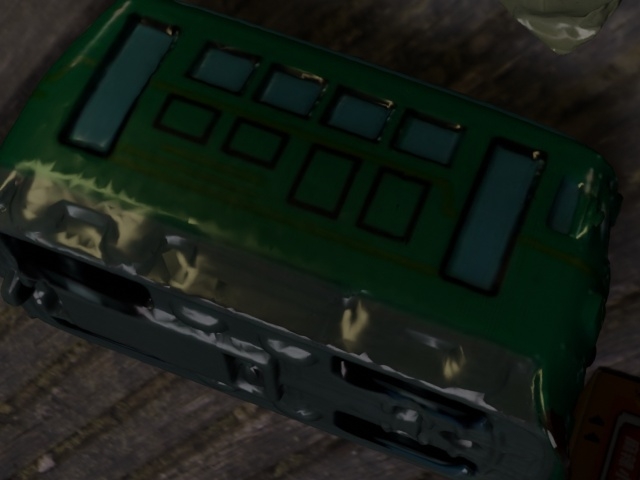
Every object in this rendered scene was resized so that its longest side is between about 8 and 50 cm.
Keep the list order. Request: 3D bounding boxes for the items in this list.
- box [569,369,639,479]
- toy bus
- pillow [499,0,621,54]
[{"bbox_3d":[0.226,0.284,0.841,0.260,0.283,0.213,26,138,3],"label":"box"},{"bbox_3d":[0.000,0.000,0.738,0.344,0.199,0.183,21,158,8],"label":"toy bus"},{"bbox_3d":[0.101,-0.236,0.539,0.274,0.076,0.281,42,137,-12],"label":"pillow"}]
